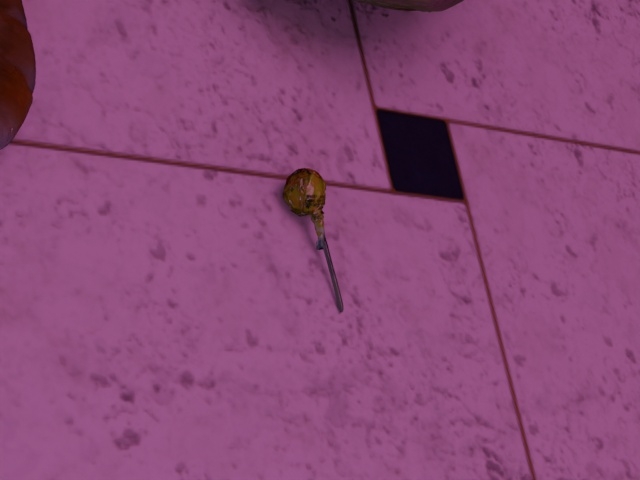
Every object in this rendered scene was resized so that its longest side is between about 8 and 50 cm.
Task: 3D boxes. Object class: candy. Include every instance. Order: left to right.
[{"bbox_3d":[0.000,0.000,1.353,0.035,0.035,0.123,-14,83,-32],"label":"candy"}]

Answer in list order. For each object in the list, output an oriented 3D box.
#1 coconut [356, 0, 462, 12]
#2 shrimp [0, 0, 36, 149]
[{"bbox_3d":[0.083,-0.340,1.441,0.328,0.281,0.328,8,31,-5],"label":"coconut"},{"bbox_3d":[-0.283,-0.137,1.178,0.185,0.068,0.287,48,44,-7],"label":"shrimp"}]
